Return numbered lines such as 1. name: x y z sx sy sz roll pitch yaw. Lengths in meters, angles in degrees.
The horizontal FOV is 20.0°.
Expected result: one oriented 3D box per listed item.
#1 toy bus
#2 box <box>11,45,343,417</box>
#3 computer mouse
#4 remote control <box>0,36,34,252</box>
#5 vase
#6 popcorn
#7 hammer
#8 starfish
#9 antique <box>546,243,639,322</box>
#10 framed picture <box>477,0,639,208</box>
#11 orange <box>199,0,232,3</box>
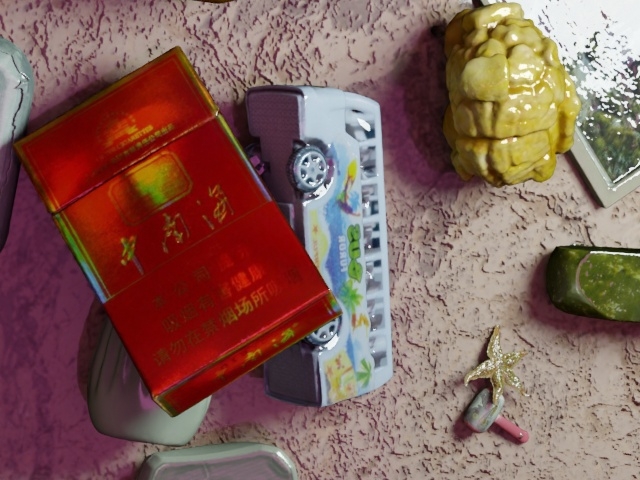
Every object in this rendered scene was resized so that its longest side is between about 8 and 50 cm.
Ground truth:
1. toy bus: 0.000 0.000 1.880 0.136 0.109 0.330 -10 101 -38
2. box: -0.142 -0.012 1.781 0.197 0.089 0.313 -32 67 -1
3. computer mouse: -0.115 0.260 1.925 0.181 0.056 0.089 -5 93 -4
4. remote control: -0.353 -0.086 1.834 0.104 0.052 0.247 9 97 -8
5. vase: -0.164 0.083 1.861 0.128 0.128 0.248 11 84 -13
6. popcorn: 0.195 -0.150 1.882 0.140 0.163 0.194 -7 98 -11
7. hammer: 0.198 0.200 2.000 0.083 0.031 0.052 35 91 -24
8. starfish: 0.192 0.137 1.982 0.092 0.016 0.086 -16 79 -27
9. antique: 0.356 0.049 1.986 0.221 0.081 0.080 3 95 -12
10. framed picture: 0.322 -0.230 1.973 0.240 0.020 0.324 -33 102 -7
11. orange: -0.104 -0.349 1.790 0.240 0.171 0.240 -2 96 -16
